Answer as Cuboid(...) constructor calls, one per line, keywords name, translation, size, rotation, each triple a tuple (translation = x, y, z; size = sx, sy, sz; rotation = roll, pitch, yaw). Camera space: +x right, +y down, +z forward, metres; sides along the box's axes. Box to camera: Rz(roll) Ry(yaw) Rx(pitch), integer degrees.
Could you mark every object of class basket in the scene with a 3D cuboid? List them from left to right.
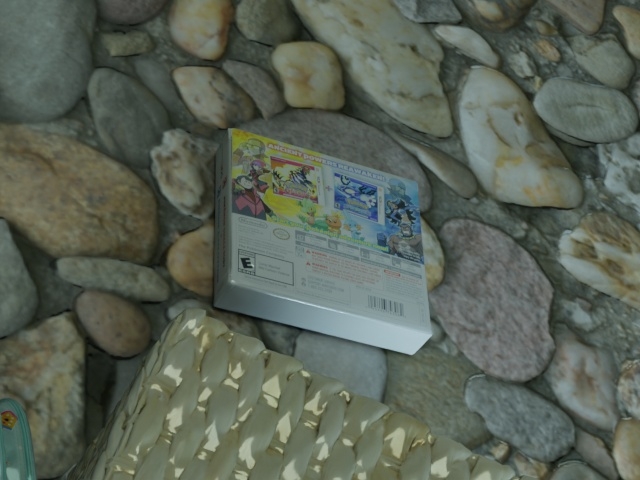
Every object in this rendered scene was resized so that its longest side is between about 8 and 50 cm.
Cuboid(name="basket", translation=(-0.051, 0.282, 0.945), size=(0.328, 0.266, 0.331), rotation=(27, 44, -6))

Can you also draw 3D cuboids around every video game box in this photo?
Cuboid(name="video game box", translation=(0.000, 0.000, 1.369), size=(0.205, 0.048, 0.187), rotation=(16, 50, -21))

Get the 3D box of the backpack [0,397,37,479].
Cuboid(name="backpack", translation=(-0.269, 0.161, 0.976), size=(0.144, 0.188, 0.165), rotation=(6, 52, -27))
